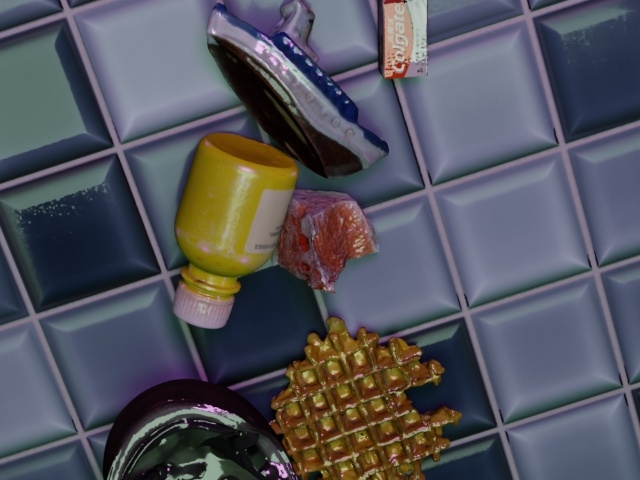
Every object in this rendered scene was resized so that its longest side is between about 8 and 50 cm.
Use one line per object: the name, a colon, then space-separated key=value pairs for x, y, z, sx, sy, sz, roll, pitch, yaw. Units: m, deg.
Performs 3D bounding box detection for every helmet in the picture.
helmet: x=-0.145 y=0.296 z=1.827 sx=0.225 sy=0.177 sz=0.305 roll=-23 pitch=115 yaw=-5

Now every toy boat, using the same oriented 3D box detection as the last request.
toy boat: x=-0.019 y=-0.180 z=1.716 sx=0.115 sy=0.114 sz=0.262 roll=-46 pitch=108 yaw=-22

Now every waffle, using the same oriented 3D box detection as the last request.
waffle: x=0.050 y=0.219 z=1.882 sx=0.228 sy=0.051 sz=0.232 roll=25 pitch=106 yaw=-13

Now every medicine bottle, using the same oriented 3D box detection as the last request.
medicine bottle: x=-0.111 y=-0.007 z=1.754 sx=0.122 sy=0.122 sz=0.212 roll=16 pitch=107 yaw=-10

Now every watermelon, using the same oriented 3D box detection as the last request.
watermelon: x=-0.018 y=-0.003 z=1.764 sx=0.121 sy=0.158 sz=0.098 roll=0 pitch=112 yaw=24

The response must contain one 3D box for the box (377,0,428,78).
box: x=0.093 y=-0.292 z=1.715 sx=0.055 sy=0.039 sz=0.218 roll=-2 pitch=109 yaw=-5
